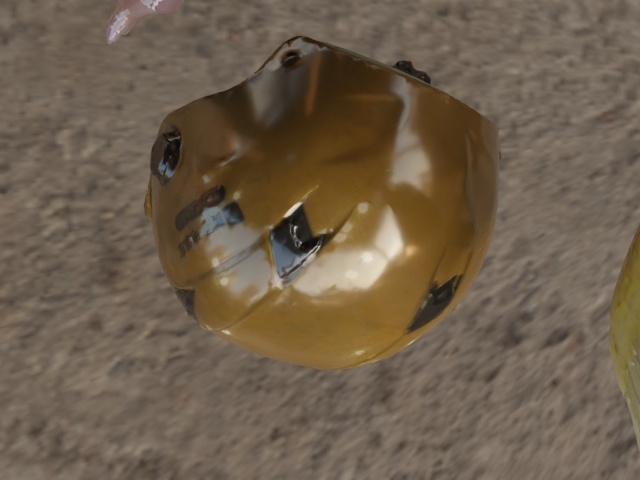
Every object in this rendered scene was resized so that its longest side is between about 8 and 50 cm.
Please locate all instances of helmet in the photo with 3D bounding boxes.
[{"bbox_3d":[0.000,0.000,1.086,0.198,0.130,0.224,26,133,-27],"label":"helmet"}]

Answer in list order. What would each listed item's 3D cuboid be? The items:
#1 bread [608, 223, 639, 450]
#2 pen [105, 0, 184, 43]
[{"bbox_3d":[0.211,0.028,0.891,0.140,0.236,0.106,-9,59,-10],"label":"bread"},{"bbox_3d":[-0.080,-0.189,1.185,0.197,0.032,0.053,-46,55,33],"label":"pen"}]
